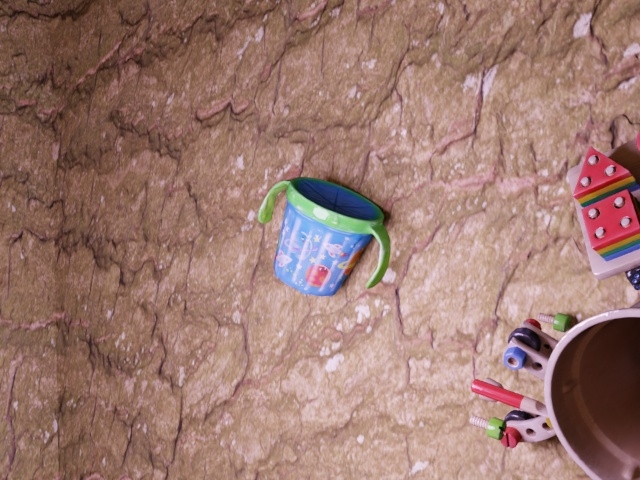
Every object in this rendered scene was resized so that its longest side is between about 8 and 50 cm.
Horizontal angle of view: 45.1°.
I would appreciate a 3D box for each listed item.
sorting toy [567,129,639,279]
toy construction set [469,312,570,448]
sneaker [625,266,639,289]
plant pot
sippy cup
[{"bbox_3d":[0.576,-0.097,1.387,0.257,0.089,0.255,-27,46,31],"label":"sorting toy"},{"bbox_3d":[0.430,0.286,1.366,0.237,0.309,0.257,16,99,33],"label":"toy construction set"},{"bbox_3d":[0.629,0.066,1.384,0.121,0.079,0.217,-52,48,22],"label":"sneaker"},{"bbox_3d":[0.572,0.205,1.214,0.334,0.305,0.334,18,120,35],"label":"plant pot"},{"bbox_3d":[0.000,0.000,1.792,0.224,0.240,0.305,-68,29,20],"label":"sippy cup"}]
